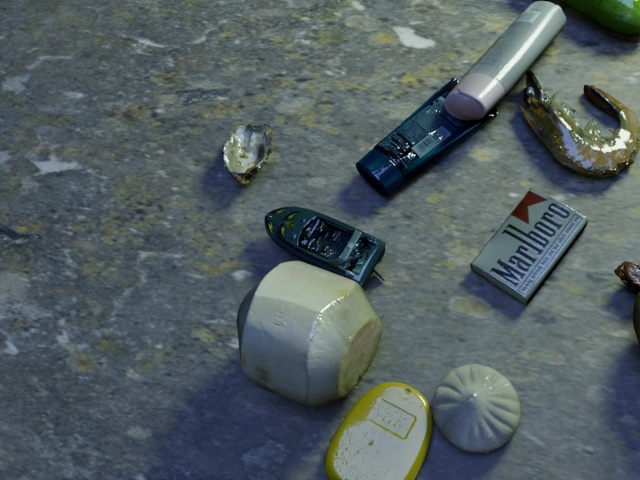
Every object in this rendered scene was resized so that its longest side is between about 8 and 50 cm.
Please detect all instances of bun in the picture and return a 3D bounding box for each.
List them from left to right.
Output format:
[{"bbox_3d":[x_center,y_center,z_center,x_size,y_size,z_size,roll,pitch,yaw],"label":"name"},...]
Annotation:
[{"bbox_3d":[0.236,0.251,1.202,0.138,0.094,0.138,-7,61,13],"label":"bun"}]

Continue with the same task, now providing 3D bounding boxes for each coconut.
[{"bbox_3d":[-0.029,0.145,1.258,0.241,0.241,0.241,-6,64,13],"label":"coconut"}]

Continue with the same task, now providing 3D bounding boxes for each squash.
[{"bbox_3d":[0.468,-0.501,1.486,0.101,0.101,0.379,-44,61,-7],"label":"squash"}]

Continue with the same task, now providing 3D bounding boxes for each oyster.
[{"bbox_3d":[-0.141,-0.164,1.520,0.103,0.051,0.148,5,52,20],"label":"oyster"}]

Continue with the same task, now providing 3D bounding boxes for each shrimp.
[{"bbox_3d":[0.461,-0.218,1.383,0.173,0.058,0.253,-22,62,-3],"label":"shrimp"}]

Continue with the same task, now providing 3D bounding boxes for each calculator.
[{"bbox_3d":[0.088,0.334,1.236,0.146,0.032,0.234,23,72,24],"label":"calculator"}]

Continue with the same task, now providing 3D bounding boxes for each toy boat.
[{"bbox_3d":[0.000,0.000,1.380,0.246,0.103,0.093,25,75,27],"label":"toy boat"}]

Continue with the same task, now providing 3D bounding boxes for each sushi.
[{"bbox_3d":[0.508,0.069,1.234,0.099,0.050,0.047,25,70,15],"label":"sushi"}]

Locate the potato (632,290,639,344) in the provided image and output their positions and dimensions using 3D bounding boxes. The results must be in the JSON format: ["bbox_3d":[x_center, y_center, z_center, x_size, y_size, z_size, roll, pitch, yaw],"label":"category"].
[{"bbox_3d":[0.562,0.141,1.131,0.251,0.159,0.174,40,54,15],"label":"potato"}]

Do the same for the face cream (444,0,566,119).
[{"bbox_3d":[0.337,-0.328,1.431,0.269,0.073,0.107,-47,22,-18],"label":"face cream"}]

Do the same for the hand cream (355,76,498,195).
[{"bbox_3d":[0.192,-0.193,1.445,0.270,0.061,0.120,-40,63,-11],"label":"hand cream"}]

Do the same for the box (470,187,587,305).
[{"bbox_3d":[0.349,0.008,1.315,0.115,0.036,0.177,34,79,27],"label":"box"}]
